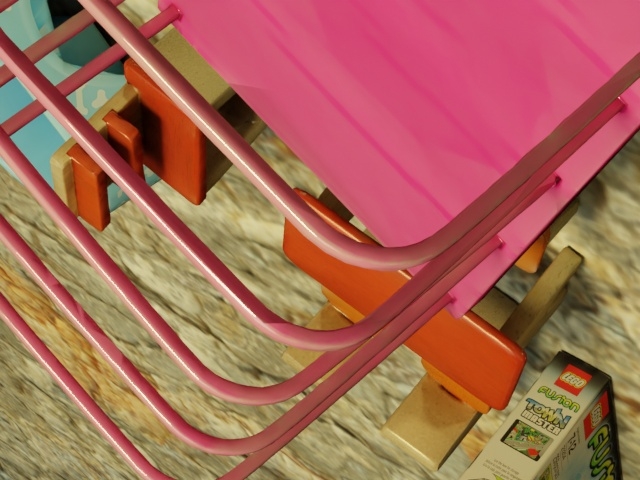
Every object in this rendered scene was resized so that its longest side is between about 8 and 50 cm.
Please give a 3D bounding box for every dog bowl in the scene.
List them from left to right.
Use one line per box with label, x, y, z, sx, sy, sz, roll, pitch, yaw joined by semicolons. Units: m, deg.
dog bowl;-0.197;-0.132;1.198;0.166;0.074;0.297;12;143;52

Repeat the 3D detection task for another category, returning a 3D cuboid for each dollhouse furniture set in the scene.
dollhouse furniture set;0.000;0.000;1.030;0.259;0.135;0.262;36;158;14

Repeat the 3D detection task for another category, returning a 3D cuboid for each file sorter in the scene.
file sorter;-0.021;-0.047;0.728;0.202;0.182;0.291;47;155;6

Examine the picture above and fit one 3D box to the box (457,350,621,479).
box;0.132;0.167;1.153;0.036;0.114;0.207;29;155;29
